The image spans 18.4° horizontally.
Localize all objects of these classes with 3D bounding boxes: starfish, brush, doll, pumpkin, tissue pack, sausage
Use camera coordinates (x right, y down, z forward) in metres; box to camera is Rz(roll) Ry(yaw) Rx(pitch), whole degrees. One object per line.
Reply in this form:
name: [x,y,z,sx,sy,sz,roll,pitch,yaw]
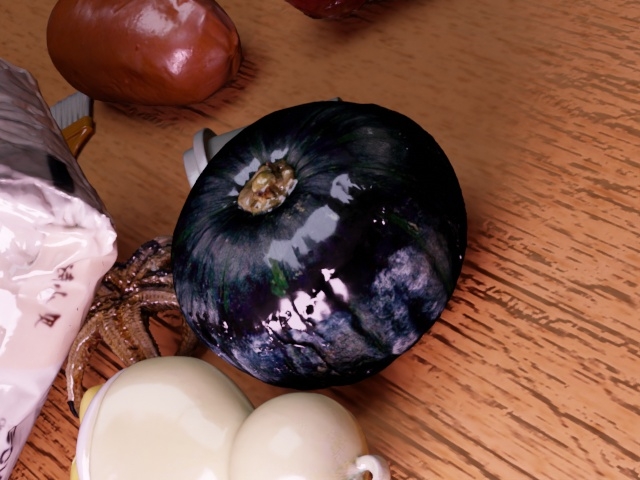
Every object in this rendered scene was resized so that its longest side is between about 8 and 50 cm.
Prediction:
starfish: [-0.158,0.079,1.641,0.146,0.074,0.190,-31,36,8]
brush: [-0.261,-0.046,1.940,0.090,0.017,0.314,-31,35,18]
doll: [-0.068,0.159,1.425,0.296,0.117,0.141,5,77,34]
pumpkin: [0.000,0.000,1.473,0.233,0.163,0.233,-27,38,24]
tissue pack: [-0.319,0.049,1.657,0.376,0.195,0.390,-67,26,24]
sausage: [-0.178,-0.195,1.918,0.258,0.133,0.133,12,61,52]

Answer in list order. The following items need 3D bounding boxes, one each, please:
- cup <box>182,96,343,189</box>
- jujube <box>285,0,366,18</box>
cup: [-0.031,-0.055,1.627,0.141,0.120,0.120,-22,36,7]
jujube: [0.060,-0.329,1.771,0.290,0.197,0.197,-48,30,21]
